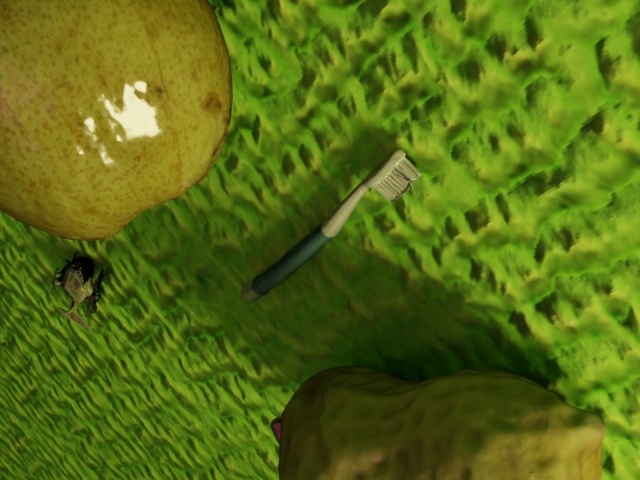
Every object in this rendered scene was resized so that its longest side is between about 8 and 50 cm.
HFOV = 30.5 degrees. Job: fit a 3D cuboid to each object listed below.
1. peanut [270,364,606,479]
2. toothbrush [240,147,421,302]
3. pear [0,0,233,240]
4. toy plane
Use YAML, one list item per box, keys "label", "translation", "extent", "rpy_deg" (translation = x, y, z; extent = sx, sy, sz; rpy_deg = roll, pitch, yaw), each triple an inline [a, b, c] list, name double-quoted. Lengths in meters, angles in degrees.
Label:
- label: "peanut"
  translation: [0.064, 0.168, 0.807]
  extent: [0.143, 0.159, 0.291]
  rpy_deg: [37, 156, -29]
- label: "toothbrush"
  translation: [0.000, 0.000, 0.840]
  extent: [0.025, 0.019, 0.275]
  rpy_deg: [44, 148, -3]
- label: "pear"
  translation: [-0.166, -0.107, 0.775]
  extent: [0.228, 0.188, 0.211]
  rpy_deg: [-9, 108, 54]
- label: "toy plane"
  translation: [-0.243, 0.050, 1.182]
  extent: [0.049, 0.031, 0.121]
  rpy_deg: [37, 144, 5]
